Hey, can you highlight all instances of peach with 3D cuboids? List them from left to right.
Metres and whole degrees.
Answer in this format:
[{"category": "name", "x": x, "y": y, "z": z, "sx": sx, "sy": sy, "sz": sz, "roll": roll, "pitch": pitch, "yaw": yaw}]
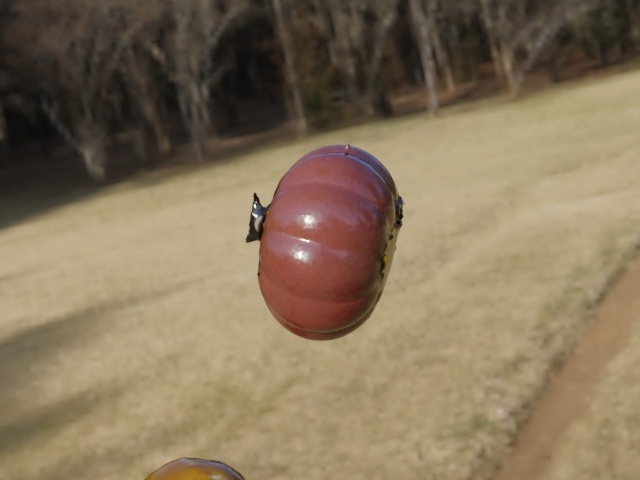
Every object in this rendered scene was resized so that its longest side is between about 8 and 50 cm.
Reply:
[{"category": "peach", "x": -0.133, "y": 0.291, "z": 1.631, "sx": 0.138, "sy": 0.138, "sz": 0.138, "roll": -12, "pitch": 4, "yaw": 1}]

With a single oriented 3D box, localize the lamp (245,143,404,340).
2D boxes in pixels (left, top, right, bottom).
[{"category": "lamp", "x": 0.000, "y": 0.000, "z": 1.445, "sx": 0.140, "sy": 0.182, "sz": 0.182, "roll": 12, "pitch": 6, "yaw": 4}]
